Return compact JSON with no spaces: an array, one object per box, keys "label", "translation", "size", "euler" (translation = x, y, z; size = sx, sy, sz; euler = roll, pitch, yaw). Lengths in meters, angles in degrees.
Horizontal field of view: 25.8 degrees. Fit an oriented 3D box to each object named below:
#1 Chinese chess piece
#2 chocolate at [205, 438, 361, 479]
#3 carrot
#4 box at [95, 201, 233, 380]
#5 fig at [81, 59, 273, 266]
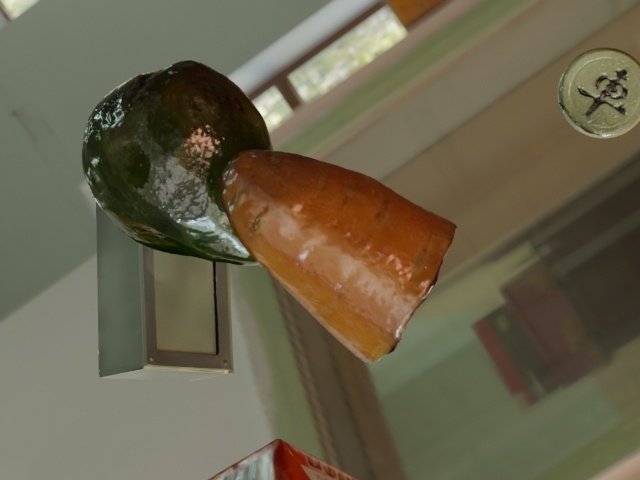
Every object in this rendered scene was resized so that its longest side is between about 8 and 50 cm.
[{"label":"Chinese chess piece","translation":[0.261,-0.136,1.287],"size":[0.084,0.084,0.034],"euler":[56,-172,2]},{"label":"chocolate","translation":[-0.044,0.320,1.424],"size":[0.235,0.237,0.108],"euler":[32,-146,-36]},{"label":"carrot","translation":[0.000,0.000,1.315],"size":[0.225,0.159,0.159],"euler":[30,-165,-10]},{"label":"box","translation":[-0.173,0.039,1.563],"size":[0.129,0.086,0.225],"euler":[8,-106,-44]},{"label":"fig","translation":[-0.124,-0.062,1.415],"size":[0.245,0.195,0.195],"euler":[52,-172,20]}]
